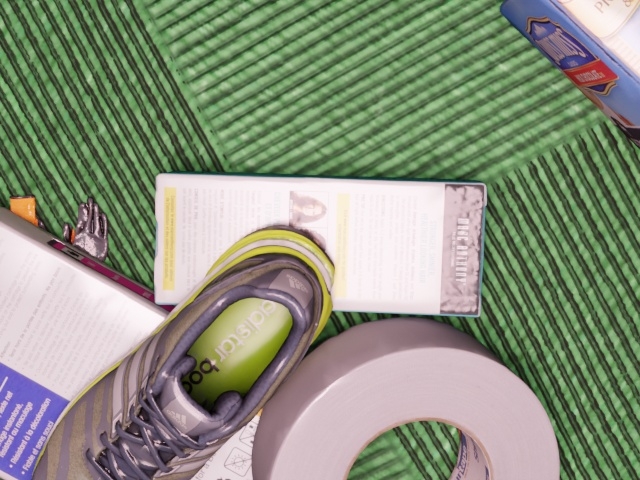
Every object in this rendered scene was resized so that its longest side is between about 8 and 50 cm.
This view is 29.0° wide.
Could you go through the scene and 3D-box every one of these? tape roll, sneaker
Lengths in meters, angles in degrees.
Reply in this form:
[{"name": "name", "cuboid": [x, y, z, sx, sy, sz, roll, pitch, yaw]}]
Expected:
[{"name": "tape roll", "cuboid": [0.061, 0.170, 0.915, 0.219, 0.072, 0.219, -4, 105, -13]}, {"name": "sneaker", "cuboid": [-0.107, 0.115, 0.862, 0.111, 0.121, 0.300, 39, 96, -4]}]

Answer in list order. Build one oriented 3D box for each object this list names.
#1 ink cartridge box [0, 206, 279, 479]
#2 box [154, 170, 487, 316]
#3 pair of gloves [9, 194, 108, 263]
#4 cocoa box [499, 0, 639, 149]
[{"name": "ink cartridge box", "cuboid": [-0.202, 0.101, 0.953, 0.371, 0.069, 0.175, 29, 98, -5]}, {"name": "box", "cuboid": [0.000, 0.000, 0.938, 0.244, 0.060, 0.100, 2, 97, 3]}, {"name": "pair of gloves", "cuboid": [-0.209, 0.002, 0.977, 0.083, 0.010, 0.074, 3, 96, 3]}, {"name": "cocoa box", "cuboid": [0.319, -0.210, 0.808, 0.228, 0.231, 0.347, 43, 97, -2]}]
